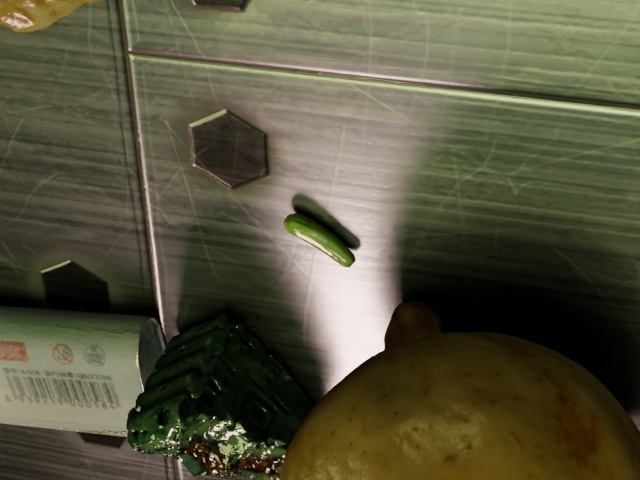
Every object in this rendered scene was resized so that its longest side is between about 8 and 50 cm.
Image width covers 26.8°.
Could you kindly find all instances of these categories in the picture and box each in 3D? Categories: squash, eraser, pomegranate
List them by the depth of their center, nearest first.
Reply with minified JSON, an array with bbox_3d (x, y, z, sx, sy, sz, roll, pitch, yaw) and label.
[{"bbox_3d":[0.141,0.243,1.358,0.410,0.410,0.410,9,127,12],"label":"pomegranate"},{"bbox_3d":[0.000,-0.001,1.424,0.089,0.027,0.027,32,129,-13],"label":"squash"},{"bbox_3d":[-0.296,0.159,1.608,0.227,0.081,0.174,3,129,16],"label":"eraser"}]

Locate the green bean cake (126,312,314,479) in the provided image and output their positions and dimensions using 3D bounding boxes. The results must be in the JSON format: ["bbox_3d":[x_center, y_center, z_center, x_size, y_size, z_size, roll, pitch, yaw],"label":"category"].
[{"bbox_3d":[-0.099,0.207,1.508,0.107,0.193,0.208,-30,113,27],"label":"green bean cake"}]

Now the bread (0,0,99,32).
[{"bbox_3d":[-0.236,-0.286,1.233,0.267,0.130,0.152,-20,121,31],"label":"bread"}]
